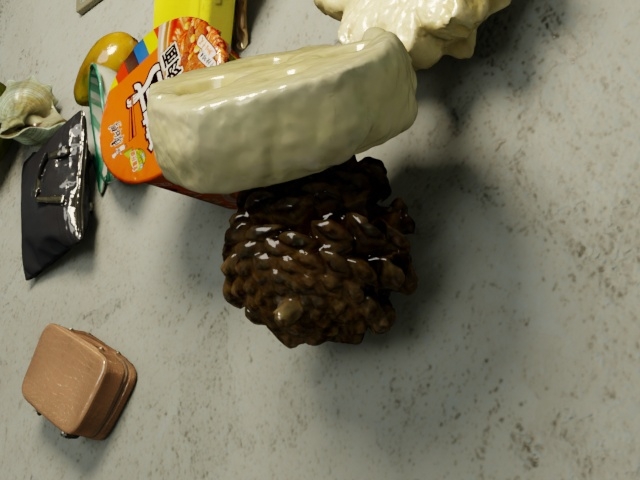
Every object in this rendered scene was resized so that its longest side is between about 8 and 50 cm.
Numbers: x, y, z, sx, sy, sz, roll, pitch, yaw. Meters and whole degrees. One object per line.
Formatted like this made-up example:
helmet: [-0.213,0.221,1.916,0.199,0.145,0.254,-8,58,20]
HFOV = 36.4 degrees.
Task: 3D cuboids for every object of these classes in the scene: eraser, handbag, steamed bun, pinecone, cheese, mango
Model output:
eraser: [-0.200,-0.394,1.546,0.158,0.069,0.226,33,125,45]
handbag: [-0.462,-0.079,1.697,0.211,0.088,0.254,-26,59,44]
steamed bun: [0.133,-0.345,1.257,0.295,0.137,0.292,-25,61,41]
pinecone: [0.003,-0.002,1.162,0.243,0.243,0.257,5,71,42]
handbag: [-0.379,0.222,1.512,0.193,0.072,0.151,19,85,42]
cheese: [-0.050,-0.154,1.117,0.326,0.318,0.115,10,120,45]
mango: [-0.374,-0.300,1.707,0.163,0.089,0.111,-28,18,48]

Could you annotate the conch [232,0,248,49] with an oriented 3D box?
conch: [-0.146,-0.465,1.593,0.109,0.093,0.330,-17,81,16]

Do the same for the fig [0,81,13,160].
fig: [-0.686,-0.213,1.888,0.203,0.203,0.225,-15,81,36]

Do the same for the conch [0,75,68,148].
conch: [-0.536,-0.221,1.810,0.114,0.137,0.234,-58,31,37]

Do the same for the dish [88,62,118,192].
dish: [-0.333,-0.185,1.614,0.246,0.078,0.224,111,146,-54]

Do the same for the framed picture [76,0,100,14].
framed picture: [-0.414,-0.594,1.921,0.192,0.018,0.265,-25,57,31]

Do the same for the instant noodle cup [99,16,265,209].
instant noodle cup: [-0.164,-0.168,1.400,0.250,0.192,0.250,-17,63,36]
